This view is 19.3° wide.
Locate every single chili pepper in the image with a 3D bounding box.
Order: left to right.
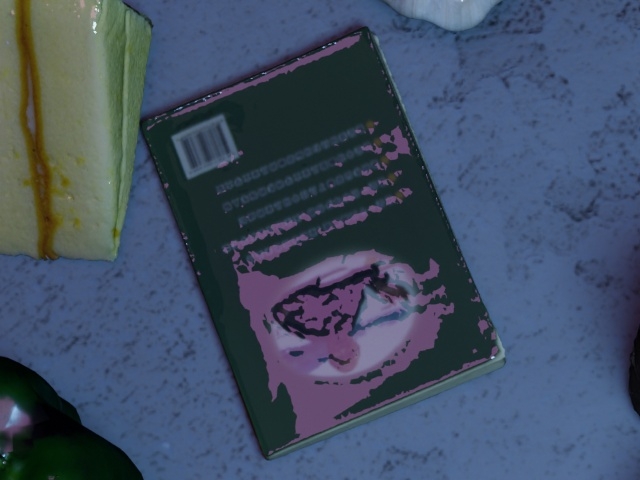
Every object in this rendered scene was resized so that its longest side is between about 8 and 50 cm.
[{"bbox_3d":[-0.293,0.246,1.754,0.248,0.256,0.233,36,74,14],"label":"chili pepper"}]

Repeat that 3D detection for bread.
[{"bbox_3d":[-0.275,-0.122,1.857,0.168,0.163,0.264,3,80,15],"label":"bread"}]

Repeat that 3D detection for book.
[{"bbox_3d":[0.000,0.000,1.866,0.260,0.043,0.371,-22,75,6],"label":"book"}]

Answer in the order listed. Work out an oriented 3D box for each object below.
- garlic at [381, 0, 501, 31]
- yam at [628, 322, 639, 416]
[{"bbox_3d":[0.117,-0.314,1.816,0.199,0.226,0.199,0,78,2],"label":"garlic"},{"bbox_3d":[0.338,0.100,1.673,0.131,0.279,0.131,-1,72,4],"label":"yam"}]
